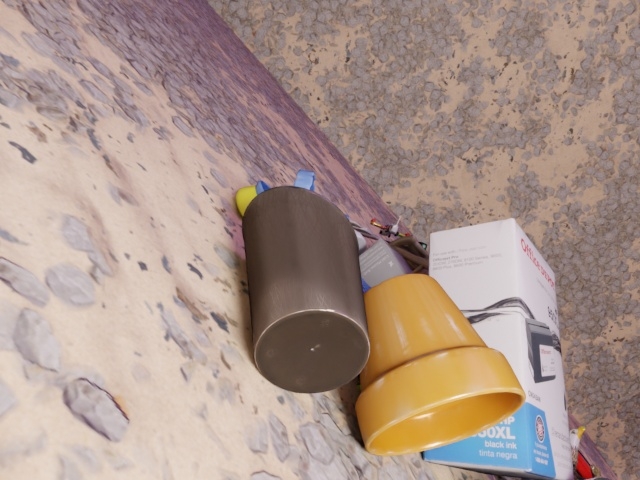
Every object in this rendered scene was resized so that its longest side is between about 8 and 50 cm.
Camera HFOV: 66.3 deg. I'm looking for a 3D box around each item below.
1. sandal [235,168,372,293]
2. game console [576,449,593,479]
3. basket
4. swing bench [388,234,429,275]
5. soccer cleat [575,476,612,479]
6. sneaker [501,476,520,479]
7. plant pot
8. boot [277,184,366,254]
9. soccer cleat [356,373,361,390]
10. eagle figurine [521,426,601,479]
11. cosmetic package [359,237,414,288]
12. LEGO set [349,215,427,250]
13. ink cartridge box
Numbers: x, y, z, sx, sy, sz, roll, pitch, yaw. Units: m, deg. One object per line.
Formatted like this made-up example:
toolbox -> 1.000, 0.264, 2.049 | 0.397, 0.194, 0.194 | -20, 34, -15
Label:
sandal -> 0.000, 0.000, 0.859 | 0.317, 0.138, 0.126 | 48, 12, -13
game console -> 0.722, 0.699, 1.212 | 0.387, 0.060, 0.342 | 58, 7, -37
basket -> -0.017, 0.065, 0.625 | 0.204, 0.154, 0.227 | 51, 16, -29
swing bench -> 0.273, 0.136, 1.270 | 0.253, 0.165, 0.255 | 44, 15, -18
soccer cleat -> 0.330, 0.431, 0.740 | 0.318, 0.116, 0.109 | 4, 55, -28
sneaker -> 0.342, 0.381, 1.009 | 0.229, 0.087, 0.092 | 51, 17, 16
plant pot -> 0.131, 0.155, 0.653 | 0.205, 0.205, 0.188 | 34, 31, -46
boot -> 0.003, -0.042, 1.046 | 0.258, 0.095, 0.123 | 27, 33, -54
soccer cleat -> 0.085, 0.188, 0.787 | 0.072, 0.060, 0.179 | 44, 18, -15
eagle figurine -> 0.524, 0.503, 1.138 | 0.298, 0.225, 0.227 | 19, -62, 56
cosmetic package -> 0.151, 0.129, 1.003 | 0.107, 0.127, 0.238 | 37, 18, -42
LEGO set -> 0.184, -0.031, 1.411 | 0.244, 0.060, 0.182 | 18, -7, 37
ink cartridge box -> 0.318, 0.200, 0.875 | 0.285, 0.166, 0.395 | 34, 54, -45
